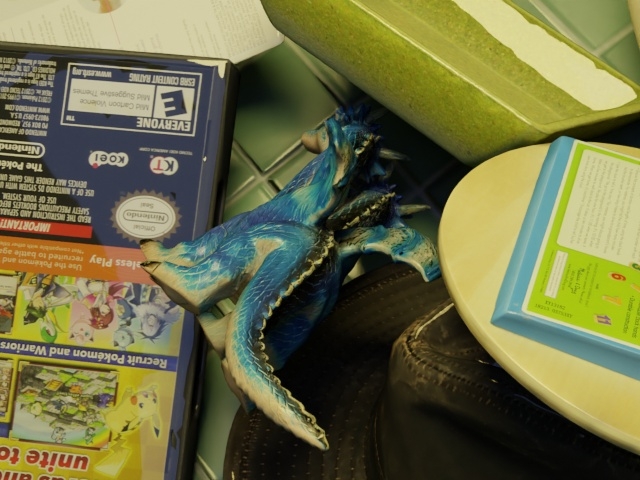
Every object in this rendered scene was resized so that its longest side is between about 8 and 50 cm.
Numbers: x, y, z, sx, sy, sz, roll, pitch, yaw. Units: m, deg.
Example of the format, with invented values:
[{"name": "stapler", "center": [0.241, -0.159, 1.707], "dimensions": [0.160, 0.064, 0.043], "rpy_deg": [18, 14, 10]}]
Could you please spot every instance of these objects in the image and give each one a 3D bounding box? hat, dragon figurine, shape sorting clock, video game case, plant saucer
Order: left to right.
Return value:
[{"name": "video game case", "center": [-0.191, 0.018, 0.848], "dimensions": [0.274, 0.035, 0.248], "rpy_deg": [5, 83, 9]}, {"name": "dragon figurine", "center": [0.000, 0.000, 0.730], "dimensions": [0.144, 0.289, 0.085], "rpy_deg": [-36, 99, -2]}, {"name": "plant saucer", "center": [0.064, -0.097, 0.831], "dimensions": [0.188, 0.188, 0.045], "rpy_deg": [37, 114, 19]}, {"name": "hat", "center": [0.116, 0.080, 0.723], "dimensions": [0.331, 0.134, 0.331], "rpy_deg": [-2, 53, 3]}, {"name": "shape sorting clock", "center": [0.147, 0.025, 0.662], "dimensions": [0.206, 0.040, 0.206], "rpy_deg": [8, 35, -6]}]

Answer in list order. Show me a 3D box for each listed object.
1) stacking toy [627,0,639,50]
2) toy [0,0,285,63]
[{"name": "stacking toy", "center": [0.417, -0.176, 0.774], "dimensions": [0.480, 0.350, 0.351], "rpy_deg": [-16, 67, -19]}, {"name": "toy", "center": [-0.144, -0.122, 0.908], "dimensions": [0.237, 0.056, 0.137], "rpy_deg": [-21, 72, 8]}]
